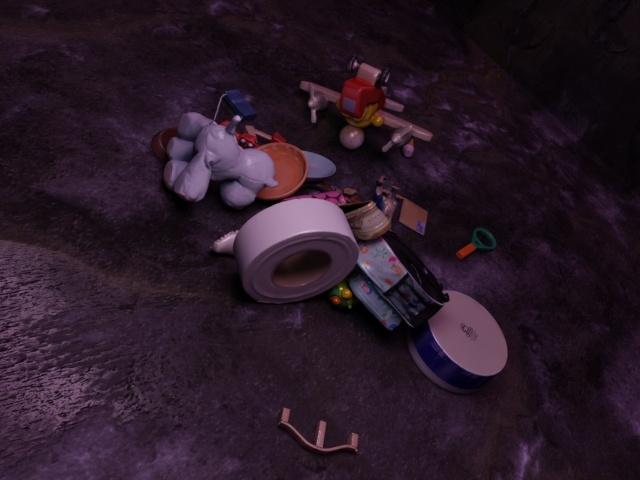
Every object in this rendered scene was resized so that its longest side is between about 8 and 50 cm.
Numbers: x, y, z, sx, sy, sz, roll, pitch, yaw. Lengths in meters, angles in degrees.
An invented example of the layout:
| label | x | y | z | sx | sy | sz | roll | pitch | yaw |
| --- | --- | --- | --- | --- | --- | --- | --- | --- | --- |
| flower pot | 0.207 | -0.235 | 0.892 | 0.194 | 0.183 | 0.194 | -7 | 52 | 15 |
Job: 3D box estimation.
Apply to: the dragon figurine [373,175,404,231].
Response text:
| label | x | y | z | sx | sy | sz | roll | pitch | yaw |
| --- | --- | --- | --- | --- | --- | --- | --- | --- | --- |
| dragon figurine | 0.185 | -0.104 | 1.785 | 0.085 | 0.144 | 0.289 | 18 | 25 | -18 |

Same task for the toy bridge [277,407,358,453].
| label | x | y | z | sx | sy | sz | roll | pitch | yaw |
| --- | --- | --- | --- | --- | --- | --- | --- | --- | --- |
| toy bridge | -0.003 | 0.417 | 1.221 | 0.188 | 0.026 | 0.063 | 25 | 45 | -13 |

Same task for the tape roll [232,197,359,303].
| label | x | y | z | sx | sy | sz | roll | pitch | yaw |
| --- | --- | --- | --- | --- | --- | --- | --- | --- | --- |
| tape roll | -0.058 | 0.031 | 1.345 | 0.286 | 0.286 | 0.100 | 3 | 50 | -33 |

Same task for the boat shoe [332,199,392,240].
| label | x | y | z | sx | sy | sz | roll | pitch | yaw |
| --- | --- | --- | --- | --- | --- | --- | --- | --- | --- |
| boat shoe | 0.069 | -0.067 | 1.466 | 0.104 | 0.285 | 0.089 | -40 | 114 | -26 |

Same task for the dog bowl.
| label | x | y | z | sx | sy | sz | roll | pitch | yaw |
| --- | --- | --- | --- | --- | --- | --- | --- | --- | --- |
| dog bowl | 0.367 | 0.269 | 1.551 | 0.264 | 0.104 | 0.265 | 19 | 44 | -19 |

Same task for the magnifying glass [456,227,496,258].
| label | x | y | z | sx | sy | sz | roll | pitch | yaw |
| --- | --- | --- | --- | --- | --- | --- | --- | --- | --- |
| magnifying glass | 0.527 | 0.016 | 1.959 | 0.231 | 0.026 | 0.092 | -23 | 68 | -47 |

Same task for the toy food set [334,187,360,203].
| label | x | y | z | sx | sy | sz | roll | pitch | yaw |
| --- | --- | --- | --- | --- | --- | --- | --- | --- | --- |
| toy food set | 0.079 | -0.130 | 1.790 | 0.122 | 0.019 | 0.078 | -1 | 53 | -45 |

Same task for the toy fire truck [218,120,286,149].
| label | x | y | z | sx | sy | sz | roll | pitch | yaw |
| --- | --- | --- | --- | --- | --- | --- | --- | --- | --- |
| toy fire truck | -0.212 | -0.308 | 1.732 | 0.192 | 0.047 | 0.135 | 31 | 41 | -5 |

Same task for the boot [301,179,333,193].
| label | x | y | z | sx | sy | sz | roll | pitch | yaw |
| --- | --- | --- | --- | --- | --- | --- | --- | --- | --- |
| boot | -0.027 | -0.161 | 1.729 | 0.114 | 0.037 | 0.106 | -2 | 41 | -40 |

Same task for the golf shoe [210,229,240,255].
| label | x | y | z | sx | sy | sz | roll | pitch | yaw |
| --- | --- | --- | --- | --- | --- | --- | --- | --- | --- |
| golf shoe | -0.185 | 0.020 | 1.436 | 0.176 | 0.069 | 0.086 | -10 | 64 | -38 |

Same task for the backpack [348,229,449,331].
| label | x | y | z | sx | sy | sz | roll | pitch | yaw |
| --- | --- | --- | --- | --- | --- | --- | --- | --- | --- |
| backpack | 0.178 | 0.090 | 1.477 | 0.254 | 0.191 | 0.225 | 52 | 11 | -8 |

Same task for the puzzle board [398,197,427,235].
| label | x | y | z | sx | sy | sz | roll | pitch | yaw |
| --- | --- | --- | --- | --- | --- | --- | --- | --- | --- |
| puzzle board | 0.307 | -0.079 | 1.903 | 0.096 | 0.011 | 0.128 | 30 | 42 | -9 |

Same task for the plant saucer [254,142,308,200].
| label | x | y | z | sx | sy | sz | roll | pitch | yaw |
| --- | --- | --- | --- | --- | --- | --- | --- | --- | --- |
| plant saucer | -0.131 | -0.190 | 1.623 | 0.199 | 0.037 | 0.200 | -4 | 58 | 6 |

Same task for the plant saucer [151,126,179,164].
| label | x | y | z | sx | sy | sz | roll | pitch | yaw |
| --- | --- | --- | --- | --- | --- | --- | --- | --- | --- |
| plant saucer | -0.378 | -0.256 | 1.586 | 0.168 | 0.029 | 0.169 | 20 | 43 | -19 |

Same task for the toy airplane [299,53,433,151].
| label | x | y | z | sx | sy | sz | roll | pitch | yaw |
| --- | --- | --- | --- | --- | --- | --- | --- | --- | --- |
| toy airplane | 0.146 | -0.440 | 1.979 | 0.384 | 0.273 | 0.386 | 21 | 6 | -32 |

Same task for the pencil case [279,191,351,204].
| label | x | y | z | sx | sy | sz | roll | pitch | yaw |
| --- | --- | --- | --- | --- | --- | --- | --- | --- | --- |
| pencil case | -0.017 | -0.083 | 1.631 | 0.209 | 0.095 | 0.098 | -12 | 81 | -38 |

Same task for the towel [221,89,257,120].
| label | x | y | z | sx | sy | sz | roll | pitch | yaw |
| --- | --- | --- | --- | --- | --- | --- | --- | --- | --- |
| towel | -0.257 | -0.430 | 1.829 | 0.067 | 0.029 | 0.119 | -21 | 65 | -44 |

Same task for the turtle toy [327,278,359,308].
| label | x | y | z | sx | sy | sz | roll | pitch | yaw |
| --- | --- | --- | --- | --- | --- | --- | --- | --- | --- |
| turtle toy | 0.045 | 0.123 | 1.489 | 0.130 | 0.066 | 0.095 | 61 | 10 | 26 |

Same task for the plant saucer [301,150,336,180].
| label | x | y | z | sx | sy | sz | roll | pitch | yaw |
| --- | --- | --- | --- | --- | --- | --- | --- | --- | --- |
| plant saucer | -0.052 | -0.218 | 1.732 | 0.194 | 0.038 | 0.195 | 9 | 31 | -5 |

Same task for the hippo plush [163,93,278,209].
| label | x | y | z | sx | sy | sz | roll | pitch | yaw |
| --- | --- | --- | --- | --- | --- | --- | --- | --- | --- |
| hippo plush | -0.240 | -0.213 | 1.486 | 0.236 | 0.294 | 0.234 | 21 | 27 | -43 |

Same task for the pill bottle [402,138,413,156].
| label | x | y | z | sx | sy | sz | roll | pitch | yaw |
| --- | --- | --- | --- | --- | --- | --- | --- | --- | --- |
| pill bottle | 0.324 | -0.348 | 2.138 | 0.043 | 0.043 | 0.083 | 22 | 42 | -16 |
